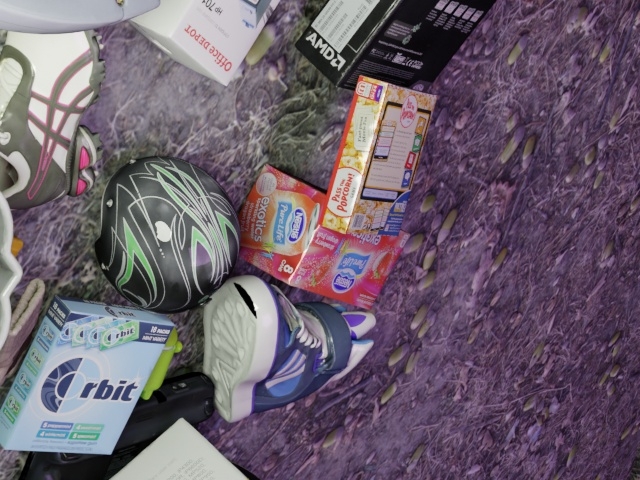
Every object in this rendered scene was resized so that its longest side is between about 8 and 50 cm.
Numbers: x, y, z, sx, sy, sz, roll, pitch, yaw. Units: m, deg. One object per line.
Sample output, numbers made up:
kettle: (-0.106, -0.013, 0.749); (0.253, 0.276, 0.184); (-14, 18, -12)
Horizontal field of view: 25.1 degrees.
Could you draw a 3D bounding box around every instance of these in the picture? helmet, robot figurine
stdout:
helmet: (-0.172, -0.011, 1.642); (0.169, 0.169, 0.161); (-36, 161, -37)
robot figurine: (-0.218, 0.140, 1.791); (0.101, 0.067, 0.115); (3, 114, -46)

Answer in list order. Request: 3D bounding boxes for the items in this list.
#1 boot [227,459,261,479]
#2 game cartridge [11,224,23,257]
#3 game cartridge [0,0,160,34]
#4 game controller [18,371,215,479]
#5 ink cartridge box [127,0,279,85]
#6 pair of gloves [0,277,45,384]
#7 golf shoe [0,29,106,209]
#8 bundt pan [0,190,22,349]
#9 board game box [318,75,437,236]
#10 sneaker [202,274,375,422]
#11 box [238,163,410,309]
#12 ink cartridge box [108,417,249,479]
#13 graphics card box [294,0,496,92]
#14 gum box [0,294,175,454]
boot: (-0.180, 0.413, 2.100); (0.244, 0.088, 0.176); (17, 105, -56)
game cartridge: (-0.450, 0.098, 1.397); (0.324, 0.052, 0.285); (-61, 152, 5)
game cartridge: (-0.257, -0.280, 1.245); (0.297, 0.062, 0.198); (-3, 88, -57)
game controller: (-0.262, 0.263, 1.862); (0.319, 0.067, 0.166); (-10, 139, -54)
ink cartridge box: (-0.109, -0.284, 1.553); (0.191, 0.082, 0.139); (-60, 152, -3)
pair of gloves: (-0.365, 0.159, 1.511); (0.240, 0.042, 0.204); (-61, -177, -24)
golf shoe: (-0.279, -0.140, 1.397); (0.120, 0.105, 0.273); (-27, 138, -34)
bundt pan: (-0.428, 0.025, 1.210); (0.330, 0.124, 0.331); (-13, 115, -28)
board game box: (0.076, -0.104, 1.827); (0.146, 0.045, 0.193); (4, 104, -61)
sneaker: (-0.028, 0.113, 1.930); (0.236, 0.130, 0.323); (-23, 153, -23)
box: (0.000, 0.000, 1.949); (0.128, 0.122, 0.257); (-62, 152, 3)
ink cartridge box: (-0.085, 0.444, 1.831); (0.160, 0.384, 0.279); (-41, 144, -18)
graphics card box: (0.153, -0.346, 1.806); (0.371, 0.094, 0.233); (-53, 157, 19)
gum box: (-0.271, 0.158, 1.652); (0.157, 0.041, 0.184); (13, 109, -47)
